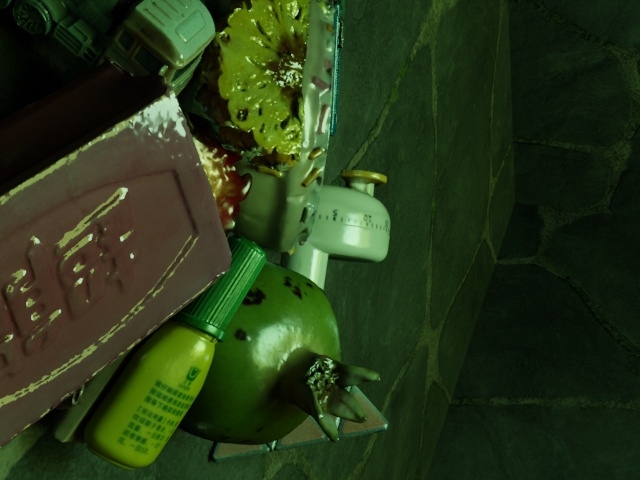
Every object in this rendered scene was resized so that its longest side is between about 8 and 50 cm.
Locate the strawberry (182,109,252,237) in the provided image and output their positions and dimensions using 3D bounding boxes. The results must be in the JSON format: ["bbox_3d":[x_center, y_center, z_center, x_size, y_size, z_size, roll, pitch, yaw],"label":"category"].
[{"bbox_3d":[-0.224,-0.043,0.983,0.253,0.150,0.280,4,102,-39],"label":"strawberry"}]

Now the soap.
[{"bbox_3d":[-0.272,0.023,0.761,0.359,0.128,0.233,-39,135,-26],"label":"soap"}]

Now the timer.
[{"bbox_3d":[0.000,0.000,1.411,0.233,0.234,0.240,18,78,-67],"label":"timer"}]

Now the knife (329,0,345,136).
[{"bbox_3d":[0.032,-0.350,1.629,0.044,0.026,0.296,-47,141,-72],"label":"knife"}]

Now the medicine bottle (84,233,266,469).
[{"bbox_3d":[-0.165,0.132,1.008,0.309,0.076,0.111,-56,145,-7],"label":"medicine bottle"}]

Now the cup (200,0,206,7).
[{"bbox_3d":[-0.194,-0.301,0.966,0.173,0.134,0.142,-54,145,-47],"label":"cup"}]

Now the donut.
[{"bbox_3d":[-0.069,-0.172,1.166,0.382,0.142,0.382,-175,-90,-83],"label":"donut"}]

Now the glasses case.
[{"bbox_3d":[-0.269,0.146,0.998,0.193,0.070,0.102,-56,170,-10],"label":"glasses case"}]

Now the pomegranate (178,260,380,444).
[{"bbox_3d":[-0.091,0.150,1.157,0.291,0.323,0.290,3,83,-31],"label":"pomegranate"}]

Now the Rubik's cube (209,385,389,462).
[{"bbox_3d":[-0.055,0.292,1.511,0.233,0.229,0.228,36,15,-27],"label":"Rubik's cube"}]

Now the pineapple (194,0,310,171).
[{"bbox_3d":[-0.083,-0.195,0.930,0.079,0.135,0.233,148,-52,-69],"label":"pineapple"}]

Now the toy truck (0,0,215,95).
[{"bbox_3d":[-0.221,-0.254,0.820,0.257,0.140,0.108,41,45,-9],"label":"toy truck"}]
